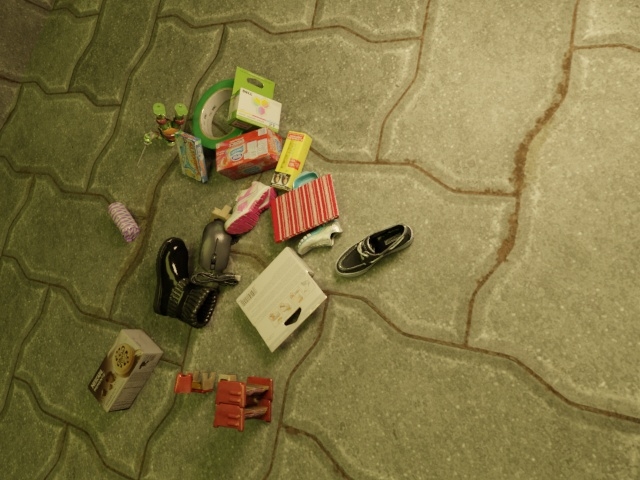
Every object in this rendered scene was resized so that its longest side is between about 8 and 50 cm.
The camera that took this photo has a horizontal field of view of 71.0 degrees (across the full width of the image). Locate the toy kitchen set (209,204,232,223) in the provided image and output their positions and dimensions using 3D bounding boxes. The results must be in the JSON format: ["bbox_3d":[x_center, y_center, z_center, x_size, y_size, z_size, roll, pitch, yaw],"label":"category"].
[{"bbox_3d":[-0.409,-0.101,1.885,0.083,0.075,0.068,25,47,-3],"label":"toy kitchen set"}]

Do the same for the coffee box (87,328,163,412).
[{"bbox_3d":[-0.818,0.542,1.882,0.168,0.119,0.297,34,94,27],"label":"coffee box"}]

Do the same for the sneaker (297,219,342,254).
[{"bbox_3d":[0.000,0.000,1.635,0.191,0.071,0.082,-40,70,13],"label":"sneaker"}]

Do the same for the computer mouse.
[{"bbox_3d":[-0.407,0.041,1.777,0.189,0.072,0.272,4,72,-14],"label":"computer mouse"}]

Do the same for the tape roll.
[{"bbox_3d":[-0.410,-0.538,1.956,0.322,0.077,0.320,-6,76,25],"label":"tape roll"}]

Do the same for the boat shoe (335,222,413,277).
[{"bbox_3d":[0.169,0.031,1.522,0.301,0.102,0.108,-27,68,18],"label":"boat shoe"}]

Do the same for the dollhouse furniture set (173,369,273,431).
[{"bbox_3d":[-0.374,0.565,1.611,0.375,0.201,0.152,-2,77,25],"label":"dollhouse furniture set"}]

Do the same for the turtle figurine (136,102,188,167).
[{"bbox_3d":[-0.659,-0.455,1.974,0.198,0.266,0.274,23,56,-3],"label":"turtle figurine"}]

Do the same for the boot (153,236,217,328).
[{"bbox_3d":[-0.538,0.167,1.821,0.260,0.131,0.347,6,91,34],"label":"boot"}]

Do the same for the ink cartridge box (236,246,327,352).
[{"bbox_3d":[-0.137,0.216,1.652,0.296,0.066,0.261,-46,63,11],"label":"ink cartridge box"}]

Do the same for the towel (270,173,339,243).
[{"bbox_3d":[-0.064,-0.116,1.659,0.275,0.031,0.198,-22,58,20],"label":"towel"}]

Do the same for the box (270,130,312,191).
[{"bbox_3d":[-0.114,-0.308,1.766,0.087,0.058,0.232,19,87,29],"label":"box"}]

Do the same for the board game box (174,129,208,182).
[{"bbox_3d":[-0.556,-0.360,1.936,0.136,0.201,0.035,25,45,29],"label":"board game box"}]

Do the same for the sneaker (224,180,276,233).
[{"bbox_3d":[-0.293,-0.133,1.792,0.252,0.103,0.111,-46,57,-6],"label":"sneaker"}]

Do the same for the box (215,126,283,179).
[{"bbox_3d":[-0.288,-0.349,1.824,0.257,0.123,0.128,-12,73,24],"label":"box"}]

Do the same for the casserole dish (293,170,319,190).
[{"bbox_3d":[-0.040,-0.173,1.711,0.114,0.037,0.188,-20,71,21],"label":"casserole dish"}]

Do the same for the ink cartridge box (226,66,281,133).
[{"bbox_3d":[-0.258,-0.569,1.813,0.097,0.189,0.255,-7,74,56],"label":"ink cartridge box"}]

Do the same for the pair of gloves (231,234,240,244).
[{"bbox_3d":[-0.365,-0.024,1.852,0.074,0.010,0.083,-23,70,20],"label":"pair of gloves"}]

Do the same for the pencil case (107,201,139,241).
[{"bbox_3d":[-0.924,-0.089,2.106,0.206,0.086,0.088,50,129,28],"label":"pencil case"}]
